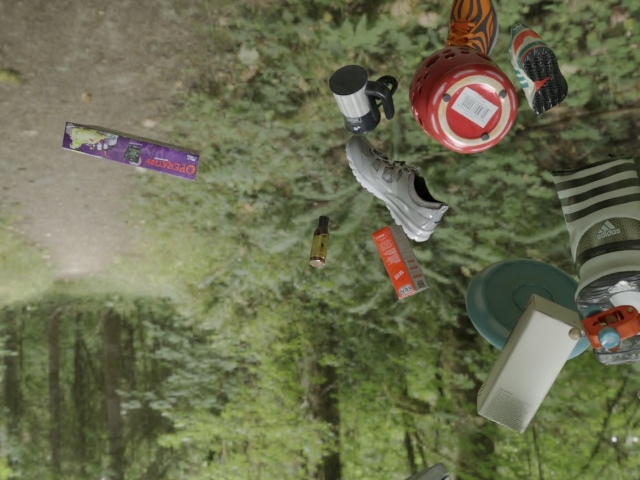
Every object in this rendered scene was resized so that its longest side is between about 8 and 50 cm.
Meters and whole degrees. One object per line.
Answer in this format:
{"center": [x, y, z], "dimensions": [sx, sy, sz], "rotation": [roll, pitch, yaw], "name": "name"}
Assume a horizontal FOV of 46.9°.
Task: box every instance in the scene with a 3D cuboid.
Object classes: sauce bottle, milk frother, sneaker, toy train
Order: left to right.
{"center": [0.000, 0.000, 1.777], "dimensions": [0.042, 0.128, 0.042], "rotation": [7, 155, 3], "name": "sauce bottle"}
{"center": [0.097, -0.328, 1.585], "dimensions": [0.129, 0.143, 0.135], "rotation": [-7, 150, 14], "name": "milk frother"}
{"center": [0.171, -0.136, 1.607], "dimensions": [0.115, 0.281, 0.105], "rotation": [-48, 166, 31], "name": "sneaker"}
{"center": [0.152, 0.418, 1.135], "dimensions": [0.094, 0.091, 0.258], "rotation": [-33, 169, 21], "name": "sneaker"}
{"center": [0.339, -0.462, 1.761], "dimensions": [0.124, 0.322, 0.180], "rotation": [5, -171, 28], "name": "sneaker"}
{"center": [0.304, -0.246, 1.045], "dimensions": [0.057, 0.075, 0.161], "rotation": [-27, 150, 14], "name": "sneaker"}
{"center": [0.456, 0.020, 1.078], "dimensions": [0.169, 0.258, 0.447], "rotation": [-12, 152, 23], "name": "sneaker"}
{"center": [0.307, 0.101, 0.666], "dimensions": [0.125, 0.046, 0.166], "rotation": [-24, -161, 7], "name": "toy train"}

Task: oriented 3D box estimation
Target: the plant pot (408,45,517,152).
{"center": [0.273, -0.264, 1.415], "dimensions": [0.191, 0.191, 0.174], "rotation": [-3, -155, 0], "name": "plant pot"}

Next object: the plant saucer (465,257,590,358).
{"center": [0.512, 0.152, 1.780], "dimensions": [0.317, 0.318, 0.044], "rotation": [-2, 136, -7], "name": "plant saucer"}

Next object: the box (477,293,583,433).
{"center": [0.437, 0.261, 1.557], "dimensions": [0.113, 0.275, 0.094], "rotation": [25, -159, 4], "name": "box"}

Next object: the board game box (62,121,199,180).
{"center": [-0.316, -0.159, 1.292], "dimensions": [0.208, 0.056, 0.347], "rotation": [9, -174, -10], "name": "board game box"}

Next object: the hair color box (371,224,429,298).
{"center": [0.160, 0.041, 1.475], "dimensions": [0.043, 0.141, 0.072], "rotation": [-29, 168, 29], "name": "hair color box"}
